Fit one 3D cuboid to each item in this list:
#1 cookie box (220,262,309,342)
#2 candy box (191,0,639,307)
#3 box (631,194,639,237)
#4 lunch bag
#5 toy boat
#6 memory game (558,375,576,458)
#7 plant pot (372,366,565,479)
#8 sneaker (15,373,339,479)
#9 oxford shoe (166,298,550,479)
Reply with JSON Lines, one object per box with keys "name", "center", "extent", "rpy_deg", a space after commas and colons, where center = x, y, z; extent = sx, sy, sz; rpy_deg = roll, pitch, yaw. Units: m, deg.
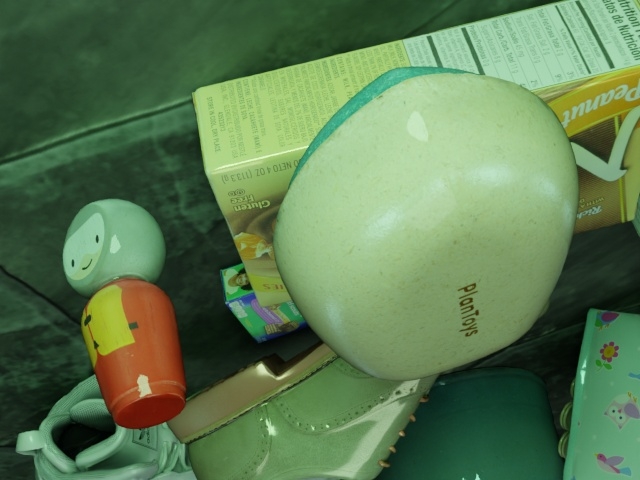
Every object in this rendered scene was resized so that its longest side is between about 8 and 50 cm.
{"name": "cookie box", "center": [-0.026, 0.047, 0.834], "extent": [0.107, 0.040, 0.092], "rpy_deg": [-19, 146, 6]}
{"name": "candy box", "center": [0.083, -0.061, 0.672], "extent": [0.317, 0.087, 0.183], "rpy_deg": [-14, 146, 0]}
{"name": "box", "center": [0.365, -0.015, 0.830], "extent": [0.101, 0.102, 0.087], "rpy_deg": [3, 141, -22]}
{"name": "lunch bag", "center": [0.397, 0.225, 0.987], "extent": [0.223, 0.262, 0.160], "rpy_deg": [2, 160, 38]}
{"name": "toy boat", "center": [0.000, 0.000, 0.556], "extent": [0.318, 0.148, 0.267], "rpy_deg": [-18, 147, -5]}
{"name": "memory game", "center": [0.363, 0.220, 1.145], "extent": [0.186, 0.012, 0.186], "rpy_deg": [-12, 110, -37]}
{"name": "plant pot", "center": [0.204, 0.341, 1.157], "extent": [0.272, 0.255, 0.271], "rpy_deg": [-10, 147, -7]}
{"name": "sneaker", "center": [-0.142, 0.229, 0.972], "extent": [0.366, 0.137, 0.210], "rpy_deg": [-6, 149, -5]}
{"name": "oxford shoe", "center": [0.052, 0.143, 0.865], "extent": [0.397, 0.146, 0.140], "rpy_deg": [-26, 175, 12]}
